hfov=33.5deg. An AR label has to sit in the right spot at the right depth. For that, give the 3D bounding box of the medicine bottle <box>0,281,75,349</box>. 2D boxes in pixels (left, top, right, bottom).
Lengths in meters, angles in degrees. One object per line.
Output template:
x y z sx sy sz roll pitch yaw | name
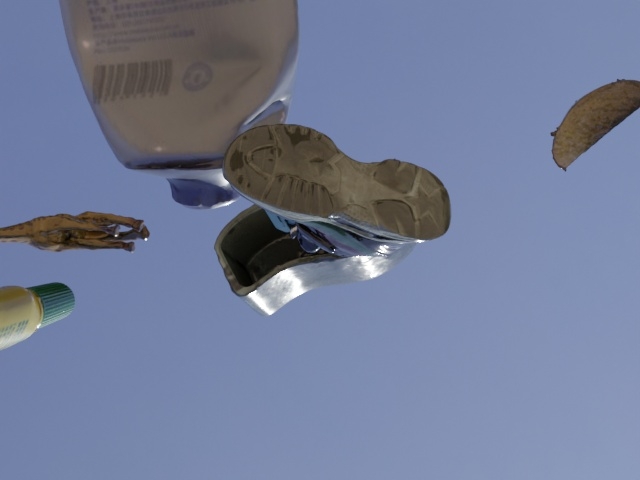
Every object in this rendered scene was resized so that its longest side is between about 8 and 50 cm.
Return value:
-0.350 0.086 1.205 0.095 0.260 0.064 -43 -95 11 | medicine bottle

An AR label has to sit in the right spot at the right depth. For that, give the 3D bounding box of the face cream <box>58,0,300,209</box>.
-0.130 -0.230 0.880 0.235 0.420 0.137 -2 -160 22 | face cream

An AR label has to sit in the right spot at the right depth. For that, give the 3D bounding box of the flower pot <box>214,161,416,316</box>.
0.000 0.000 1.234 0.229 0.108 0.103 -20 -112 4 | flower pot

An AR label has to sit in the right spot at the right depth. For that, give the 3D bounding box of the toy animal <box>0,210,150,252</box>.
-0.364 -0.008 1.410 0.276 0.149 0.054 1 -83 -13 | toy animal

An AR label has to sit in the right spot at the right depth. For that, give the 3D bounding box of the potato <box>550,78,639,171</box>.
0.216 -0.101 0.841 0.037 0.093 0.036 44 -157 -8 | potato

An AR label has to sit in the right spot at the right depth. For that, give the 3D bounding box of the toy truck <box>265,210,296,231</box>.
-0.033 -0.046 1.140 0.090 0.073 0.056 13 -146 -12 | toy truck

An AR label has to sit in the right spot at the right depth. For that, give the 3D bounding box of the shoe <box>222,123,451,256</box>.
0.003 -0.023 0.775 0.169 0.099 0.071 14 -118 -14 | shoe
